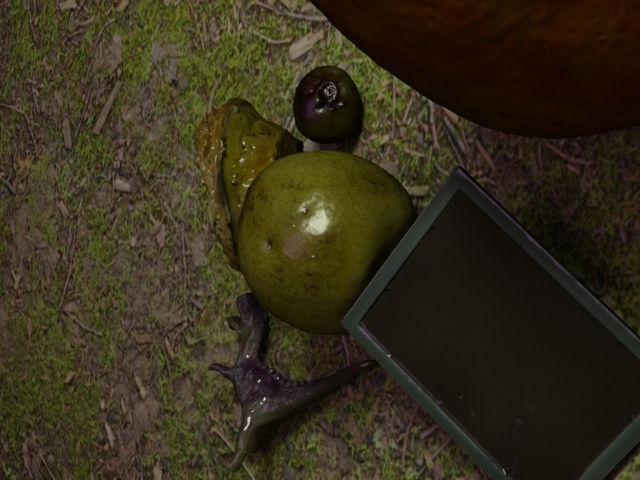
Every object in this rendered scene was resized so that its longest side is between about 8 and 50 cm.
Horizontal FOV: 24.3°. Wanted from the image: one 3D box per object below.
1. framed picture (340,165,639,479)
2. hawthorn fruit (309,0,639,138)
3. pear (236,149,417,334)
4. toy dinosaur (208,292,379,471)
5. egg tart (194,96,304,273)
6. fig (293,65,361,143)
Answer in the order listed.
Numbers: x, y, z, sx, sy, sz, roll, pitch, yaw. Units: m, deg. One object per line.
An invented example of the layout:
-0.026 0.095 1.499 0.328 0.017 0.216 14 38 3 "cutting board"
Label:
0.175 0.105 1.399 0.293 0.018 0.231 46 126 15 "framed picture"
0.179 -0.306 1.166 0.472 0.472 0.471 -3 86 52 "hawthorn fruit"
0.000 0.000 1.561 0.197 0.197 0.197 -3 86 52 "pear"
-0.054 0.175 1.730 0.251 0.072 0.199 36 106 57 "toy dinosaur"
-0.070 -0.062 1.690 0.090 0.212 0.212 -6 82 19 "egg tart"
0.005 -0.145 1.673 0.084 0.082 0.098 55 167 15 "fig"
